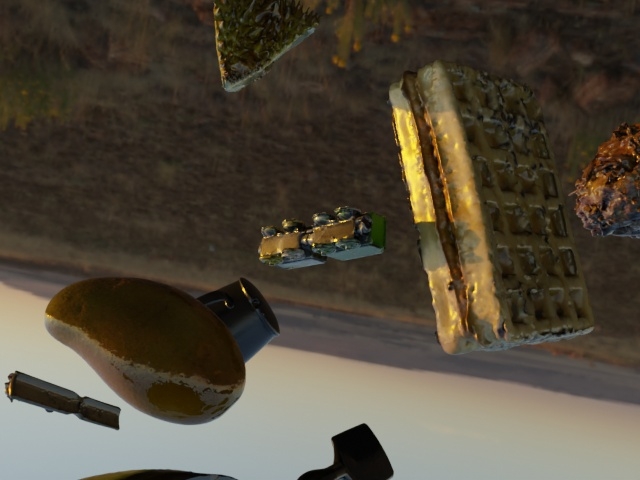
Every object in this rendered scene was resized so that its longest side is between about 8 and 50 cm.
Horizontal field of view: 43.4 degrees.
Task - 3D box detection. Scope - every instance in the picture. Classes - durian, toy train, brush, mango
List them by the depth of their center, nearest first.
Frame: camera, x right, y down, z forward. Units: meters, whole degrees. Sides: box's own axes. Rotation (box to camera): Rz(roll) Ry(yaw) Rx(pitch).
[{"bbox_3d":[0.021,0.212,0.749,0.016,0.063,0.193,-37,163,18],"label":"brush"},{"bbox_3d":[-0.181,0.107,0.846,0.227,0.136,0.099,26,140,9],"label":"mango"},{"bbox_3d":[0.000,0.000,1.063,0.081,0.060,0.202,18,159,-41],"label":"toy train"},{"bbox_3d":[-0.090,-0.287,1.126,0.144,0.139,0.252,26,-162,-8],"label":"durian"},{"bbox_3d":[-0.391,0.249,1.234,0.036,0.043,0.248,-3,157,24],"label":"brush"}]

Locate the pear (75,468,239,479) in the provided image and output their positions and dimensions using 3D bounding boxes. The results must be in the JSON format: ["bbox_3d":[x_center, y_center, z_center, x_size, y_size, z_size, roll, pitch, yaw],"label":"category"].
[{"bbox_3d":[-0.221,0.341,0.616,0.165,0.399,0.399,17,177,24],"label":"pear"}]

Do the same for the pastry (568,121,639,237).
[{"bbox_3d":[0.534,-0.115,1.300,0.275,0.193,0.275,-6,159,-2],"label":"pastry"}]

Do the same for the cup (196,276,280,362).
[{"bbox_3d":[-0.191,0.165,1.637,0.176,0.169,0.223,-31,148,-1],"label":"cup"}]

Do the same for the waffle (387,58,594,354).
[{"bbox_3d":[0.226,-0.042,1.074,0.261,0.376,0.114,0,165,-46],"label":"waffle"}]
